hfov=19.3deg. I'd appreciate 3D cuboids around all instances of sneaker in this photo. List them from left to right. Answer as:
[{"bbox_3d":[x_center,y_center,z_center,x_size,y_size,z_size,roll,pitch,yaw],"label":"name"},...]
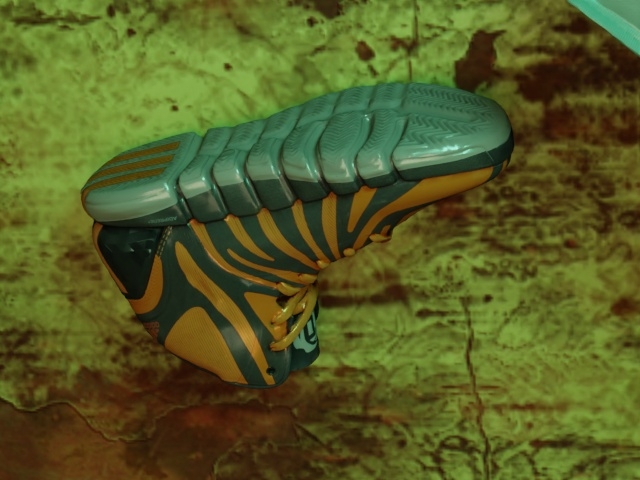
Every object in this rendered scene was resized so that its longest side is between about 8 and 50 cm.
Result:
[{"bbox_3d":[0.000,0.000,1.343,0.321,0.124,0.180,-9,116,23],"label":"sneaker"}]

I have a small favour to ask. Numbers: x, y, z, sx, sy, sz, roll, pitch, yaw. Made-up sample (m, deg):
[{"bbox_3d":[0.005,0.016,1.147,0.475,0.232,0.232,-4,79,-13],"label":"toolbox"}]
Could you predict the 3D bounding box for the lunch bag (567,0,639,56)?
[{"bbox_3d":[0.290,-0.158,1.164,0.262,0.223,0.160,36,119,-9],"label":"lunch bag"}]
